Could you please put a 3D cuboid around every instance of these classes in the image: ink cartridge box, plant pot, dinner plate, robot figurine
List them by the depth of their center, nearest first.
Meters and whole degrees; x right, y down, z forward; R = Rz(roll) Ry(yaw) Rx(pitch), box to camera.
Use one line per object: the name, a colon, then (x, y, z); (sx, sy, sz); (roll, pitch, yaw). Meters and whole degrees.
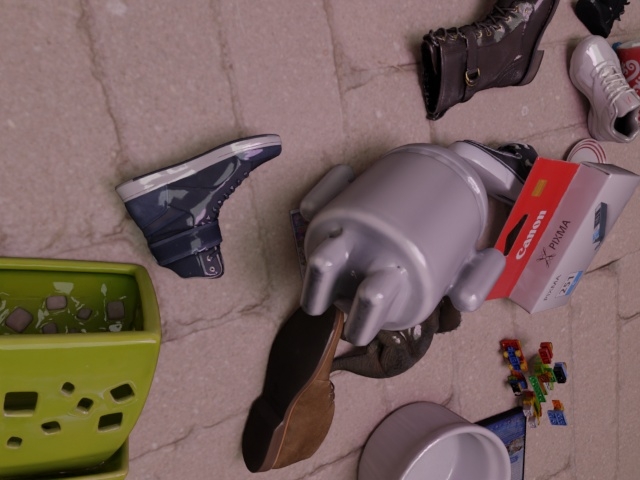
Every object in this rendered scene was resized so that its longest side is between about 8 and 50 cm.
plant pot: (-0.316, 0.152, 0.517); (0.227, 0.228, 0.207); (5, 103, -26)
robot figurine: (0.114, -0.014, 0.662); (0.353, 0.300, 0.200); (-42, 160, -39)
ink cartridge box: (0.431, 0.001, 0.842); (0.261, 0.066, 0.296); (-3, 121, -35)
dinner plate: (0.564, -0.146, 0.978); (0.141, 0.017, 0.141); (-5, 103, -24)

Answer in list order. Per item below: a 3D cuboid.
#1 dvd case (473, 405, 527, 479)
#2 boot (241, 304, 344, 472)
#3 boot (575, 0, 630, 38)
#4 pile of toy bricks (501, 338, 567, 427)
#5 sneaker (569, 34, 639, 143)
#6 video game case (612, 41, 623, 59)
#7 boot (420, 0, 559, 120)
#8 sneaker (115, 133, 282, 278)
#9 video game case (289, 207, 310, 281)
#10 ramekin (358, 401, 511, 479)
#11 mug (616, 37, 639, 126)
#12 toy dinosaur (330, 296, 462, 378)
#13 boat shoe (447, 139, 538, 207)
dvd case: (0.382, 0.507, 1.013); (0.180, 0.022, 0.253); (-8, 103, -24)
boot: (-0.021, 0.227, 0.735); (0.115, 0.112, 0.305); (16, 102, -34)
boot: (0.558, -0.471, 0.899); (0.121, 0.045, 0.099); (28, 90, -34)
pile of toy bricks: (0.474, 0.287, 0.980); (0.105, 0.118, 0.212); (-36, 106, -50)
sneaker: (0.572, -0.292, 0.890); (0.090, 0.115, 0.232); (-32, 112, 10)
video game case: (0.668, -0.334, 0.992); (0.166, 0.015, 0.119); (20, 90, -26)
boot: (0.267, -0.344, 0.747); (0.228, 0.091, 0.263); (-18, 123, -19)
sneaker: (-0.135, -0.042, 0.627); (0.226, 0.086, 0.163); (-25, 98, -9)
video game case: (0.000, 0.000, 0.747); (0.087, 0.011, 0.122); (-16, 106, -21)
ramekin: (0.205, 0.445, 0.856); (0.277, 0.135, 0.277); (-5, 102, -23)
mug: (0.689, -0.328, 0.935); (0.150, 0.113, 0.169); (-24, 112, -18)
toy dinosaur: (0.132, 0.160, 0.780); (0.160, 0.121, 0.313); (46, 75, -11)
boat shoe: (0.346, -0.131, 0.831); (0.301, 0.108, 0.102); (20, 91, -29)
